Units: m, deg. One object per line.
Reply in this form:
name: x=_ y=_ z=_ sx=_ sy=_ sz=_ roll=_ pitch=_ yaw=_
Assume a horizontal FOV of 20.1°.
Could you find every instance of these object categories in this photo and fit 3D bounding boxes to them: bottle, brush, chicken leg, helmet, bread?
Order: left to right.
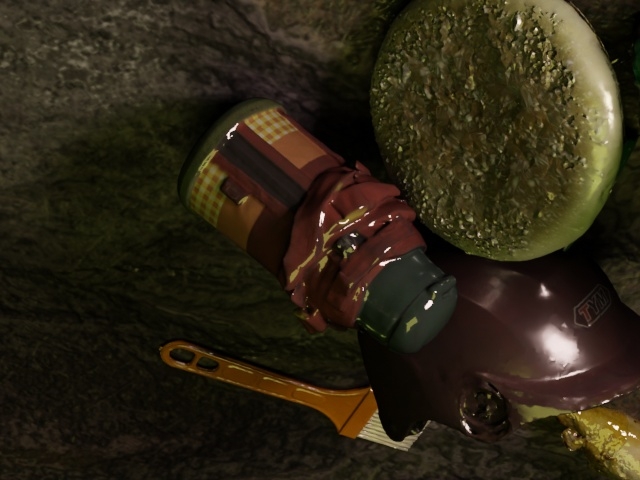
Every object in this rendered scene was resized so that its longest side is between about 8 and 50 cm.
brush: x=-0.029 y=0.164 z=1.975 sx=0.314 sy=0.017 sz=0.090 roll=19 pitch=132 yaw=-14
bottle: x=0.000 y=0.000 z=1.635 sx=0.271 sy=0.143 sz=0.156 roll=40 pitch=126 yaw=17
bread: x=0.147 y=-0.106 z=1.573 sx=0.267 sy=0.040 sz=0.267 roll=16 pitch=117 yaw=35
helmet: x=0.165 y=0.068 z=1.724 sx=0.305 sy=0.225 sz=0.177 roll=-13 pitch=104 yaw=36
chicken leg: x=0.296 y=0.211 z=1.976 sx=0.178 sy=0.070 sz=0.093 roll=34 pitch=133 yaw=-18

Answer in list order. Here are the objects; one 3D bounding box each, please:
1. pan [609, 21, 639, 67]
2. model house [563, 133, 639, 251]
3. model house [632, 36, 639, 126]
pan: x=0.290 y=-0.176 z=1.616 sx=0.115 sy=0.023 sz=0.068 roll=-21 pitch=131 yaw=18
model house: x=0.223 y=-0.065 z=1.657 sx=0.088 sy=0.167 sz=0.117 roll=30 pitch=105 yaw=10
model house: x=0.381 y=-0.004 z=1.517 sx=0.194 sy=0.324 sz=0.267 roll=-8 pitch=166 yaw=11
